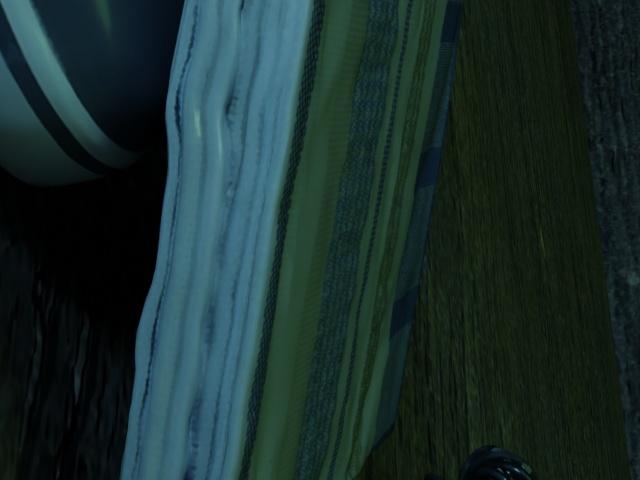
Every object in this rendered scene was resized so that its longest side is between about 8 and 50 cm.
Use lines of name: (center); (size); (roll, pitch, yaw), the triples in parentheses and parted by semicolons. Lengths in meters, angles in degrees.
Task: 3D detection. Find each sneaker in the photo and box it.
sneaker: (-0.042, -0.178, 0.407); (0.126, 0.128, 0.321); (29, 54, -74)

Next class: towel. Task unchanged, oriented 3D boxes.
towel: (0.000, 0.000, 0.506); (0.285, 0.034, 0.209); (-30, 131, -75)

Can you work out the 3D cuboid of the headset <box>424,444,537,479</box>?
headset: (0.116, 0.231, 0.605); (0.394, 0.244, 0.185); (-111, -155, -52)
